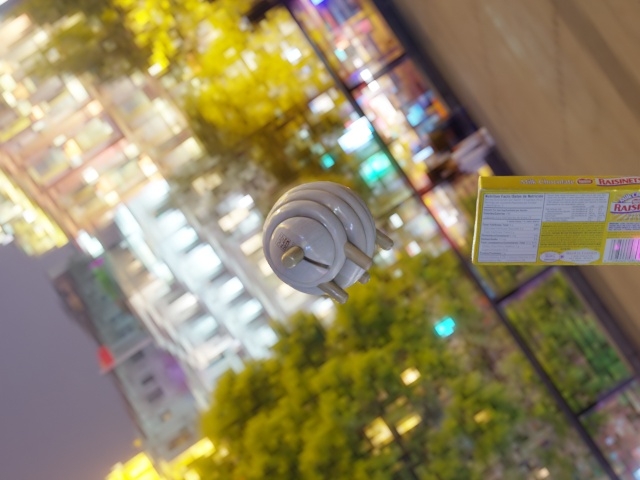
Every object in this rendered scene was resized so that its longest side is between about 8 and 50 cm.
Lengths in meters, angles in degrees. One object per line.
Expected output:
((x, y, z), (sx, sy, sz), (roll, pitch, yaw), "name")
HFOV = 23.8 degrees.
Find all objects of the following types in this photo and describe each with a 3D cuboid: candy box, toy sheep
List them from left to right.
((0.000, 0.000, 1.108), (0.091, 0.091, 0.132), (56, -163, 0), "toy sheep")
((0.257, -0.019, 1.522), (0.027, 0.206, 0.105), (-90, 1, -49), "candy box")
